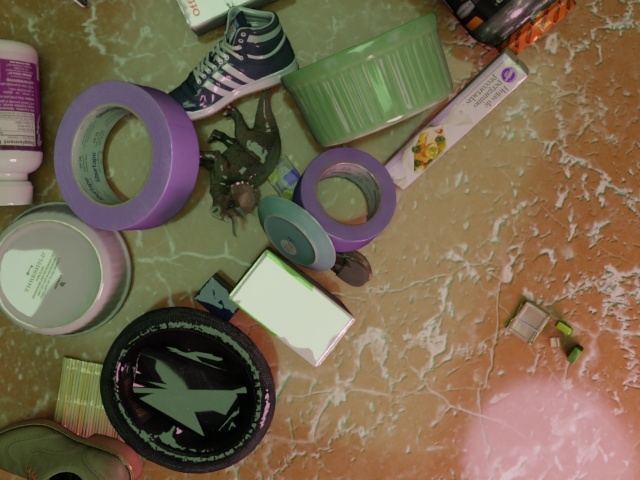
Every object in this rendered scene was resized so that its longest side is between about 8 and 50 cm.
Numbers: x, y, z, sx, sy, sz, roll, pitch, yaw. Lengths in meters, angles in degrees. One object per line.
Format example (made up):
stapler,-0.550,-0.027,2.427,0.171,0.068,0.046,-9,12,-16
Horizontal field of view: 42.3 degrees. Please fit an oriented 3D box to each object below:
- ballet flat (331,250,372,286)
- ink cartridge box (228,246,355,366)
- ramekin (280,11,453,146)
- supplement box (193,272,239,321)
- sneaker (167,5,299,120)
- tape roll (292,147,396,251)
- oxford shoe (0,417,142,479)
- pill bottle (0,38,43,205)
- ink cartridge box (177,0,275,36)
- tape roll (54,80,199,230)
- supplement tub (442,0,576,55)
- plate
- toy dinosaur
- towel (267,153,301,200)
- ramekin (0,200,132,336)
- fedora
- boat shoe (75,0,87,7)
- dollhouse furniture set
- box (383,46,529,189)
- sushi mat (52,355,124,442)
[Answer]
ballet flat,0.000,0.000,1.644,0.250,0.058,0.084,35,125,2
ink cartridge box,-0.056,0.113,1.537,0.198,0.273,0.115,38,89,-4
ramekin,0.093,-0.288,1.511,0.303,0.303,0.148,-23,101,0
supplement box,-0.197,0.113,1.626,0.083,0.083,0.056,42,91,-3
sneaker,-0.189,-0.337,1.558,0.282,0.099,0.153,-23,138,-5
tape roll,0.045,-0.077,1.591,0.189,0.080,0.189,4,72,-13
oxford shoe,-0.513,0.425,1.560,0.348,0.130,0.123,-1,115,26
pill bottle,-0.611,-0.215,1.554,0.169,0.169,0.301,-1,94,-2
ink cartridge box,-0.179,-0.512,1.585,0.219,0.092,0.160,-24,93,0
tape roll,-0.364,-0.156,1.547,0.275,0.090,0.274,1,93,26
supplement tub,0.307,-0.517,1.543,0.207,0.207,0.338,-41,93,1
plate,-0.053,-0.006,1.579,0.188,0.188,0.024,44,61,-4
toy dinosaur,-0.151,-0.160,1.608,0.160,0.121,0.313,33,67,-4
towel,-0.072,-0.124,1.653,0.060,0.009,0.083,-36,94,0
ramekin,-0.508,0.060,1.592,0.273,0.127,0.273,0,94,-2
fedora,-0.248,0.277,1.599,0.334,0.152,0.334,0,93,-2
boat shoe,-0.486,-0.509,1.602,0.038,0.046,0.125,-36,85,5
dollhouse furniture set,0.461,0.188,1.681,0.152,0.058,0.076,34,100,16
box,0.251,-0.225,1.563,0.063,0.067,0.324,44,117,-6
sushi mat,-0.470,0.400,1.668,0.151,0.019,0.316,10,93,-3
